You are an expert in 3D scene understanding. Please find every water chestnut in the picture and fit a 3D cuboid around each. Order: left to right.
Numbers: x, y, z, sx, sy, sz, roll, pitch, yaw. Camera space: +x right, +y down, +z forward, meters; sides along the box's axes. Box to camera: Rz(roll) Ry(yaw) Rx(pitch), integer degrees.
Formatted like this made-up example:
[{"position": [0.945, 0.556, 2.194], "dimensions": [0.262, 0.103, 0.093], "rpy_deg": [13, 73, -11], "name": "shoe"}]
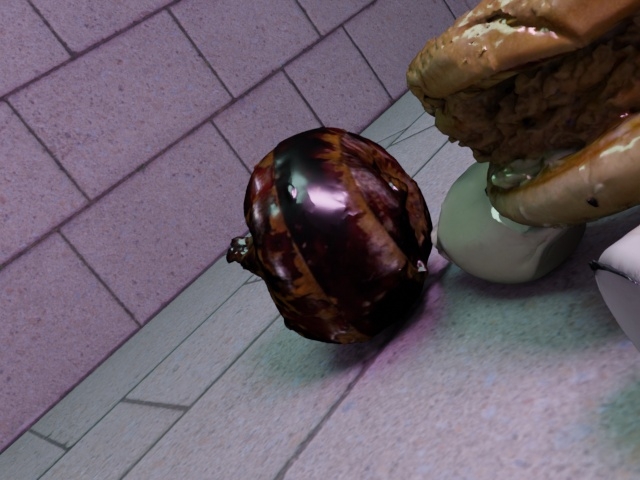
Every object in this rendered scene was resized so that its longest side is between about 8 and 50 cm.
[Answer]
[{"position": [0.000, 0.000, 0.817], "dimensions": [0.300, 0.300, 0.300], "rpy_deg": [-35, 13, 9], "name": "water chestnut"}]

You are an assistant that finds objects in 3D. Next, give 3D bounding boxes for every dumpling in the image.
[{"position": [0.214, -0.031, 0.693], "dimensions": [0.162, 0.132, 0.250], "rpy_deg": [-45, 15, -18], "name": "dumpling"}]

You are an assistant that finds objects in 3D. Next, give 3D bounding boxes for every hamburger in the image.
[{"position": [0.225, -0.146, 0.495], "dimensions": [0.277, 0.195, 0.318], "rpy_deg": [-43, 8, -23], "name": "hamburger"}]

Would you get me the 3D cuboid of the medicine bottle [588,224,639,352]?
[{"position": [0.304, -0.008, 0.348], "dimensions": [0.258, 0.143, 0.143], "rpy_deg": [-37, 13, 5], "name": "medicine bottle"}]
